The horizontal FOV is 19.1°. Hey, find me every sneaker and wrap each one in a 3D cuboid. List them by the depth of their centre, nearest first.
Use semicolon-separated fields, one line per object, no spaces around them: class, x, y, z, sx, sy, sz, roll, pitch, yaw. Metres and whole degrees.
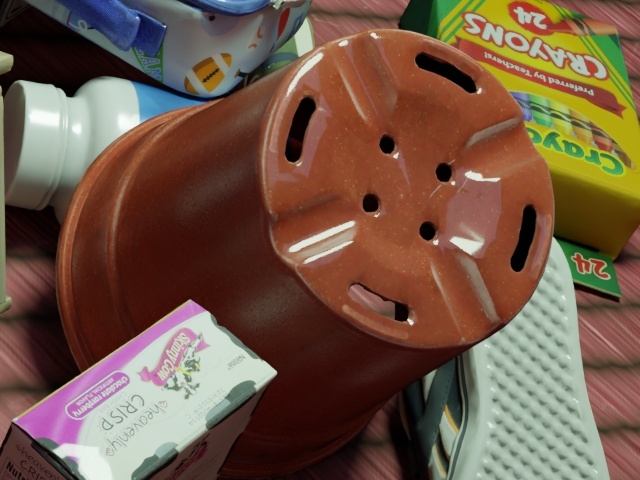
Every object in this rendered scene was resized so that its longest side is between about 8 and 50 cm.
sneaker;0.128;0.154;1.356;0.126;0.127;0.321;8;66;-17
sneaker;-0.044;-0.125;1.605;0.086;0.064;0.192;5;43;-18

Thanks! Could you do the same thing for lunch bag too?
lunch bag;-0.144;-0.235;1.459;0.303;0.115;0.243;29;32;9

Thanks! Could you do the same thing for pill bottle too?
pill bottle;-0.126;-0.053;1.413;0.221;0.124;0.124;9;42;-24

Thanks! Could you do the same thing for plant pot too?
plant pot;0.000;0.000;1.235;0.272;0.265;0.272;8;72;-25

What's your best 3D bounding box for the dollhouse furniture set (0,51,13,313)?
dollhouse furniture set;-0.394;-0.053;1.300;0.355;0.174;0.303;19;31;28

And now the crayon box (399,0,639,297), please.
crayon box;0.183;-0.105;1.708;0.202;0.081;0.318;17;39;-17

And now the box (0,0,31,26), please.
box;-0.330;-0.318;1.613;0.290;0.087;0.169;35;38;7

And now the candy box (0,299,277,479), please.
candy box;-0.134;0.160;1.072;0.071;0.233;0.159;40;38;13
